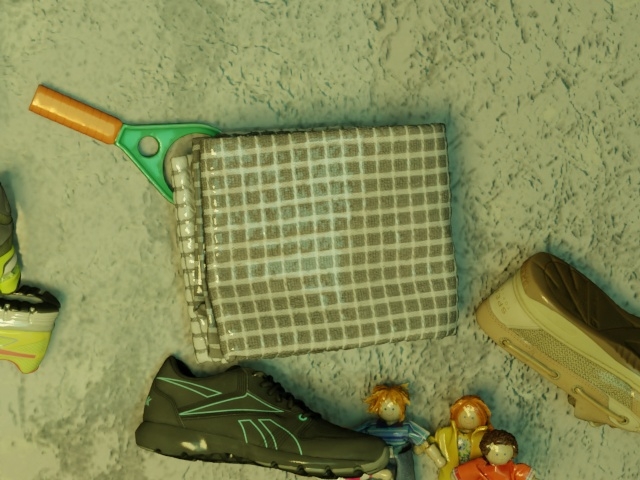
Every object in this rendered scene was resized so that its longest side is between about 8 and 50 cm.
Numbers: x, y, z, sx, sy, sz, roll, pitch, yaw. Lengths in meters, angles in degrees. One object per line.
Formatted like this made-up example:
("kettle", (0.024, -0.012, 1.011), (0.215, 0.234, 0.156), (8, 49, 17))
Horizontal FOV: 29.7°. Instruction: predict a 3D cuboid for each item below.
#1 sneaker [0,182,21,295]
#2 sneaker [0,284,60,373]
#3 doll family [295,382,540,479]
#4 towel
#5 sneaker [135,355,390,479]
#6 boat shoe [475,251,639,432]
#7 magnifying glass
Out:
("sneaker", (-0.435, -0.018, 1.146), (0.300, 0.111, 0.121), (2, 111, -20))
("sneaker", (-0.369, 0.091, 1.199), (0.208, 0.081, 0.094), (9, 111, -6))
("doll family", (0.106, 0.240, 1.318), (0.263, 0.118, 0.163), (1, 104, 6))
("towel", (0.000, 0.000, 1.230), (0.284, 0.121, 0.235), (-6, 95, -19))
("sneaker", (-0.059, 0.183, 1.236), (0.267, 0.101, 0.106), (7, 75, 11))
("boat shoe", (0.326, 0.148, 1.352), (0.341, 0.121, 0.110), (39, 125, -11))
("magnifying glass", (-0.186, -0.100, 1.242), (0.231, 0.026, 0.092), (23, 92, -13))
